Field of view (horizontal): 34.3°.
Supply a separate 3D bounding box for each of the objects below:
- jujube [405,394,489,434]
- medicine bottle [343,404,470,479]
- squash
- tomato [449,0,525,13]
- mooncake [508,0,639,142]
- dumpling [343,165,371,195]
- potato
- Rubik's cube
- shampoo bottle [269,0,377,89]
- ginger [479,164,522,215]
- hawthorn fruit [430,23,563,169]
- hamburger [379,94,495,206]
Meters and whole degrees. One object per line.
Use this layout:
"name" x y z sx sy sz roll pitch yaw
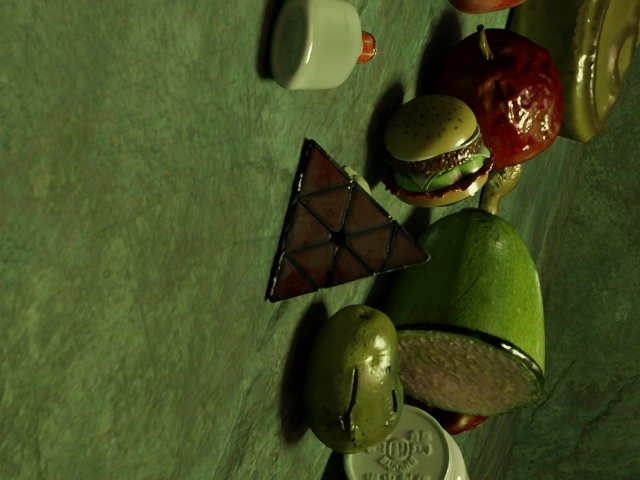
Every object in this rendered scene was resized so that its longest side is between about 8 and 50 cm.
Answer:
"jujube" 0.279 0.251 2.043 0.318 0.223 0.223 -42 143 -55
"medicine bottle" 0.164 0.442 1.890 0.378 0.214 0.213 66 45 -62
"squash" 0.262 0.105 1.816 0.310 0.310 0.308 77 26 -53
"tomato" 0.255 -0.417 1.550 0.187 0.151 0.187 -53 156 -36
"mooncake" 0.536 -0.413 2.166 0.393 0.246 0.394 -14 115 -60
"dumpling" 0.045 -0.059 1.428 0.059 0.043 0.077 -49 149 -59
"potato" 0.051 0.206 1.510 0.169 0.144 0.248 -63 160 -54
"Rubik's cube" 0.000 0.000 1.368 0.190 0.211 0.178 -41 -179 3
"shampoo bottle" 0.010 -0.227 1.196 0.221 0.051 0.108 -18 121 -65
"ginger" 0.390 -0.115 2.266 0.096 0.067 0.165 -43 157 -55
"hawthorn fruit" 0.271 -0.246 1.670 0.230 0.210 0.266 -53 140 -16
"hamburger" 0.169 -0.141 1.533 0.175 0.175 0.137 -54 140 -42
